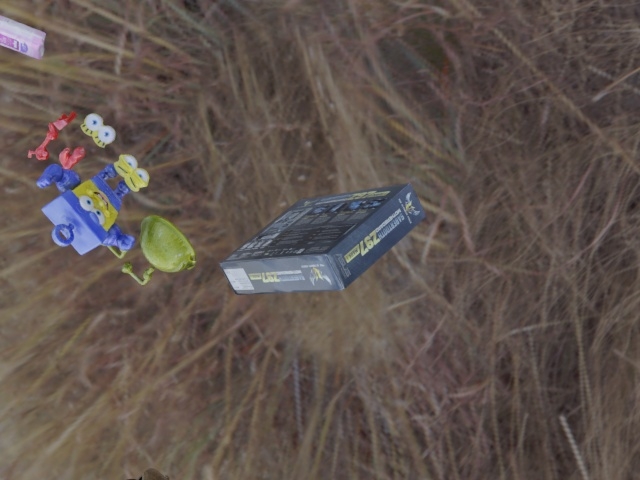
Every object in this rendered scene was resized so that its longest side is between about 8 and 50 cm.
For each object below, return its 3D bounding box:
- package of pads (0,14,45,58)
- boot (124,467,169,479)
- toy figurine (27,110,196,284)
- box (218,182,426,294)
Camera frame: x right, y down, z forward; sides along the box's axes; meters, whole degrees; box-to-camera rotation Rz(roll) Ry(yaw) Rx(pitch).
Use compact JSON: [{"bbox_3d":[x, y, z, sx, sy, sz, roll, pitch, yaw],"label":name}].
[{"bbox_3d":[-0.492,-0.332,1.616,0.083,0.032,0.050,21,152,-9],"label":"package of pads"},{"bbox_3d":[-0.205,0.365,1.367,0.112,0.305,0.115,-30,78,-4],"label":"boot"},{"bbox_3d":[-0.407,-0.023,1.745,0.191,0.217,0.363,-27,108,28],"label":"toy figurine"},{"bbox_3d":[0.000,0.000,1.331,0.232,0.183,0.059,-5,118,48],"label":"box"}]
